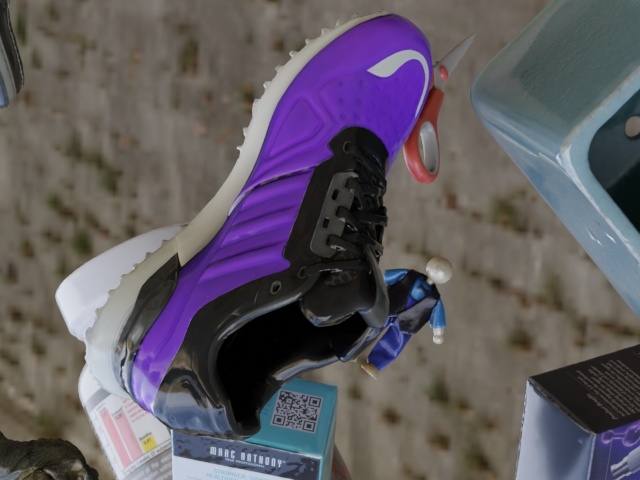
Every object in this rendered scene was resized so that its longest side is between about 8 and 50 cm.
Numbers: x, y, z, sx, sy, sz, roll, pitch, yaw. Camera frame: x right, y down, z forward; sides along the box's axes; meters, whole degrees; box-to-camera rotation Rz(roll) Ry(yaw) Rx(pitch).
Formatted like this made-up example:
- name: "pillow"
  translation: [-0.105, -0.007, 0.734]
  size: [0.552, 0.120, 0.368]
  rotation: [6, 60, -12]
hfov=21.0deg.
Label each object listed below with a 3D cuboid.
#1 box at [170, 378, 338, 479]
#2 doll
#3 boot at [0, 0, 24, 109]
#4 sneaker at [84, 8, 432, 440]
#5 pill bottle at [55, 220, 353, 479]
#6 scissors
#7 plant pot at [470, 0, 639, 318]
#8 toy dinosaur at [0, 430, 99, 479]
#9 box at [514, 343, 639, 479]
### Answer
- name: "box"
  translation: [-0.047, 0.187, 1.200]
  size: [0.100, 0.244, 0.060]
  rotation: [11, -132, 5]
- name: "doll"
  translation: [0.116, 0.100, 2.368]
  size: [0.129, 0.189, 0.046]
  rotation: [39, -178, 4]
- name: "boot"
  translation: [-0.231, -0.235, 1.303]
  size: [0.085, 0.236, 0.178]
  rotation: [13, -138, 38]
- name: "sneaker"
  translation: [0.000, 0.001, 1.036]
  size: [0.146, 0.293, 0.102]
  rotation: [28, 169, 43]
- name: "pill bottle"
  translation: [-0.111, 0.179, 1.699]
  size: [0.210, 0.363, 0.210]
  rotation: [-26, 168, -6]
- name: "scissors"
  translation: [0.113, -0.169, 1.736]
  size: [0.021, 0.109, 0.297]
  rotation: [-16, -148, 29]
- name: "plant pot"
  translation: [0.243, -0.084, 1.121]
  size: [0.248, 0.247, 0.252]
  rotation: [48, 174, -26]
- name: "toy dinosaur"
  translation: [-0.241, 0.119, 0.889]
  size: [0.268, 0.118, 0.064]
  rotation: [23, -179, -2]
- name: "box"
  translation: [0.302, 0.195, 1.674]
  size: [0.207, 0.153, 0.108]
  rotation: [-15, -146, -27]
